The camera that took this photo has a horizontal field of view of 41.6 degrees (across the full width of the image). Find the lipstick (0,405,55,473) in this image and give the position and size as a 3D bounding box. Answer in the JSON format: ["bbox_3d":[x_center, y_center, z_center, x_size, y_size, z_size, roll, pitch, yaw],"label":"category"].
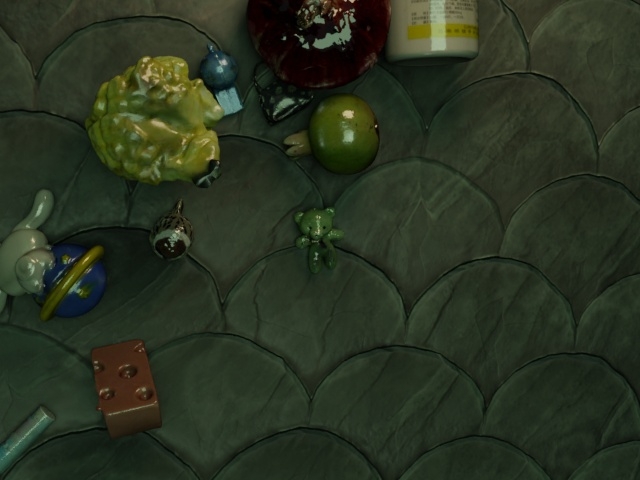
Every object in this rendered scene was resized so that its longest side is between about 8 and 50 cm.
[{"bbox_3d":[-0.639,0.425,1.799,0.158,0.048,0.048,-45,103,-6],"label":"lipstick"}]

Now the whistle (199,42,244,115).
[{"bbox_3d":[-0.210,-0.348,1.808,0.090,0.090,0.157,-24,100,-10],"label":"whistle"}]

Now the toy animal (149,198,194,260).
[{"bbox_3d":[-0.314,-0.022,1.809,0.098,0.098,0.137,15,92,-14],"label":"toy animal"}]

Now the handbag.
[{"bbox_3d":[-0.094,-0.335,1.853,0.115,0.072,0.139,-34,89,-9],"label":"handbag"}]

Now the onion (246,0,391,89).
[{"bbox_3d":[-0.004,-0.475,1.756,0.314,0.232,0.313,0,85,1],"label":"onion"}]

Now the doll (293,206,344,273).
[{"bbox_3d":[0.000,0.000,1.902,0.115,0.077,0.150,-13,110,-1],"label":"doll"}]

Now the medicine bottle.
[{"bbox_3d":[0.237,-0.559,1.829,0.208,0.208,0.339,-4,96,-13],"label":"medicine bottle"}]

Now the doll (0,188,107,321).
[{"bbox_3d":[-0.582,0.088,1.724,0.242,0.159,0.311,42,89,-15],"label":"doll"}]

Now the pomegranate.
[{"bbox_3d":[0.029,-0.223,1.830,0.211,0.179,0.179,-22,100,-10],"label":"pomegranate"}]

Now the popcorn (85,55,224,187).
[{"bbox_3d":[-0.335,-0.246,1.711,0.293,0.237,0.292,-1,96,-9],"label":"popcorn"}]

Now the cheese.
[{"bbox_3d":[-0.418,0.352,1.819,0.128,0.203,0.177,-12,129,-16],"label":"cheese"}]
